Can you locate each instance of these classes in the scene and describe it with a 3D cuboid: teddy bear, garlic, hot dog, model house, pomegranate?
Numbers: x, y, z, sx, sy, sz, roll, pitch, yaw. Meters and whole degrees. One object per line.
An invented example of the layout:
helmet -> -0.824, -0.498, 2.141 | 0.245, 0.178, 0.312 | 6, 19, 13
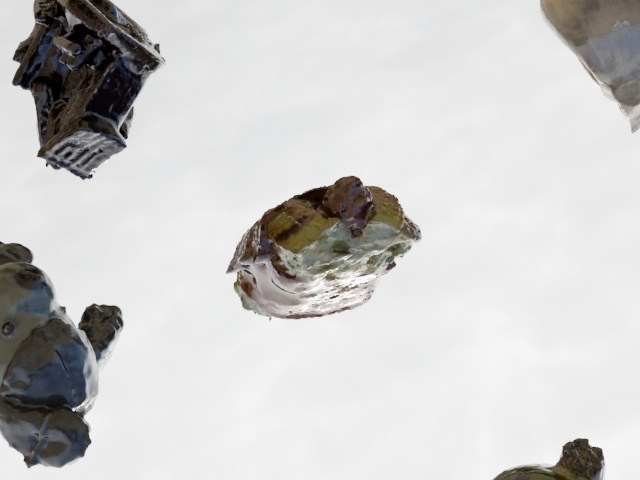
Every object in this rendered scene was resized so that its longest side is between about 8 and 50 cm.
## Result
teddy bear -> -0.254, 0.065, 1.330 | 0.251, 0.144, 0.171 | 20, -150, 21
garlic -> 0.347, -0.238, 1.829 | 0.143, 0.178, 0.229 | -40, 145, 24
hot dog -> 0.000, 0.000, 1.400 | 0.146, 0.103, 0.213 | -4, 159, -24
model house -> -0.228, -0.143, 1.503 | 0.164, 0.141, 0.203 | -53, -165, 7
pomegranate -> 0.320, 0.400, 2.197 | 0.254, 0.270, 0.254 | 12, -170, -2
